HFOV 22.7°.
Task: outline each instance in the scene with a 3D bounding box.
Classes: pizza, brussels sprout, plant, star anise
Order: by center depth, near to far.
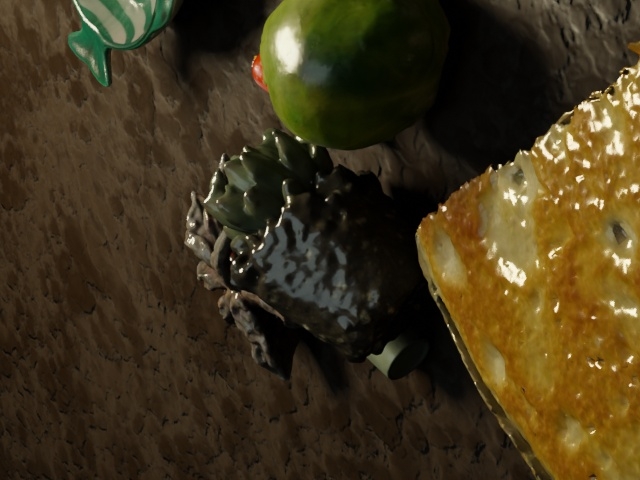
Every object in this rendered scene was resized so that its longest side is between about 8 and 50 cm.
[{"bbox_3d":[0.227,0.030,1.046,0.440,0.130,0.406,55,144,40],"label":"pizza"},{"bbox_3d":[0.018,-0.143,1.238,0.149,0.122,0.152,18,108,24],"label":"brussels sprout"},{"bbox_3d":[0.000,0.000,1.315,0.194,0.132,0.129,44,106,14],"label":"plant"},{"bbox_3d":[-0.059,0.015,1.477,0.209,0.089,0.231,28,139,37],"label":"star anise"}]

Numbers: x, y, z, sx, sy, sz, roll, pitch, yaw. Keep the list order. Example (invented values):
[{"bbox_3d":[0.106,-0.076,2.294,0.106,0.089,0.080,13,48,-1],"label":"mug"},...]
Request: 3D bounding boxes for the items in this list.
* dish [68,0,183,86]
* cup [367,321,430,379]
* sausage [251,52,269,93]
[{"bbox_3d":[-0.176,-0.270,1.513,0.224,0.078,0.246,48,139,31],"label":"dish"},{"bbox_3d":[0.048,0.083,1.387,0.083,0.054,0.075,46,138,29],"label":"cup"},{"bbox_3d":[-0.016,-0.134,1.385,0.145,0.050,0.048,39,170,45],"label":"sausage"}]
